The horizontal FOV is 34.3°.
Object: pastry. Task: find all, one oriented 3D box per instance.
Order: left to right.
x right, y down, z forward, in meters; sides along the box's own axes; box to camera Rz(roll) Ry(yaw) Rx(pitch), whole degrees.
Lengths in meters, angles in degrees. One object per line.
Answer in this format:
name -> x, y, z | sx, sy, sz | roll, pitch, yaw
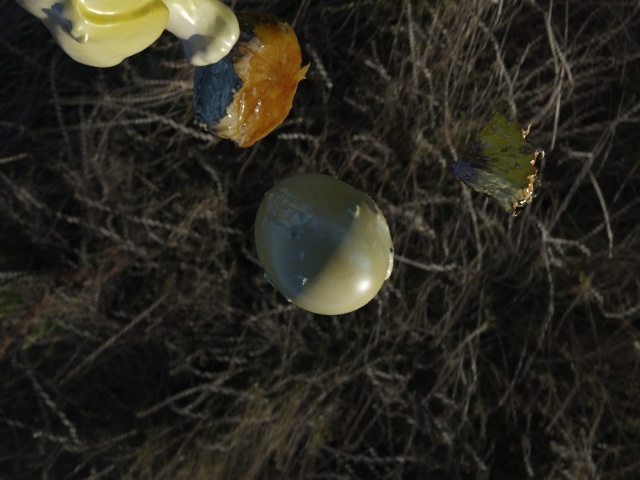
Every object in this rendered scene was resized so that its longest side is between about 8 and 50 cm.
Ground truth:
pastry -> -0.115, -0.262, 1.643 | 0.100, 0.218, 0.229 | 27, 154, 24

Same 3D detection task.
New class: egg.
egg -> 0.002, 0.001, 1.271 | 0.164, 0.201, 0.164 | -21, 137, -21

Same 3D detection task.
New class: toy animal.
toy animal -> -0.096, -0.185, 0.547 | 0.168, 0.233, 0.121 | 21, 129, -41

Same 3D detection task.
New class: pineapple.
pineapple -> 0.223, -0.102, 1.336 | 0.116, 0.137, 0.069 | -3, 150, -11
